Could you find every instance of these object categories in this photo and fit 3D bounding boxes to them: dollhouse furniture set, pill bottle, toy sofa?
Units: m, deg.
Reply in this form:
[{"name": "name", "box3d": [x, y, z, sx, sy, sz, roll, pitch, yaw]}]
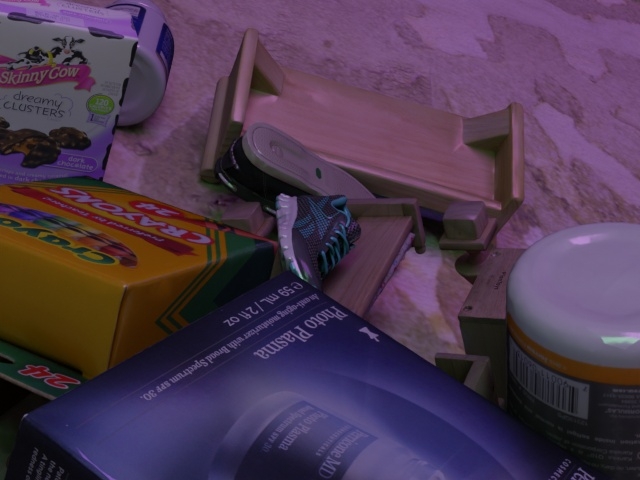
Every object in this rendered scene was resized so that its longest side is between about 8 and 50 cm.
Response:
[{"name": "dollhouse furniture set", "box3d": [0.028, 0.112, 1.115, 0.356, 0.173, 0.303, 1, 34, 26]}, {"name": "pill bottle", "box3d": [-0.234, -0.225, 1.444, 0.112, 0.112, 0.186, 16, 29, -9]}, {"name": "pill bottle", "box3d": [0.222, 0.138, 0.913, 0.162, 0.278, 0.162, -4, 33, 3]}, {"name": "toy sofa", "box3d": [0.047, -0.098, 1.407, 0.363, 0.177, 0.150, 14, 54, -12]}]

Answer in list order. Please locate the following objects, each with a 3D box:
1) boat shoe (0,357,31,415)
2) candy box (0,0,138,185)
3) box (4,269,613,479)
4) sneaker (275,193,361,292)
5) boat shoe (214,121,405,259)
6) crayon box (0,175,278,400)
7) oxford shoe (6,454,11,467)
[{"name": "boat shoe", "box3d": [-0.295, 0.104, 0.861, 0.096, 0.098, 0.277, 19, 15, 11]}, {"name": "candy box", "box3d": [-0.284, -0.141, 1.178, 0.165, 0.196, 0.070, 8, 31, -22]}, {"name": "box", "box3d": [-0.008, 0.199, 0.793, 0.294, 0.182, 0.296, 33, 31, 18]}, {"name": "sneaker", "box3d": [0.000, 0.000, 1.083, 0.076, 0.065, 0.166, -10, 32, 2]}, {"name": "boat shoe", "box3d": [-0.007, -0.038, 1.292, 0.233, 0.079, 0.084, 32, 35, -23]}, {"name": "crayon box", "box3d": [-0.187, 0.023, 0.923, 0.202, 0.081, 0.318, 19, 13, 17]}, {"name": "oxford shoe", "box3d": [-0.150, 0.137, 0.922, 0.076, 0.076, 0.212, 25, 28, 27]}]
